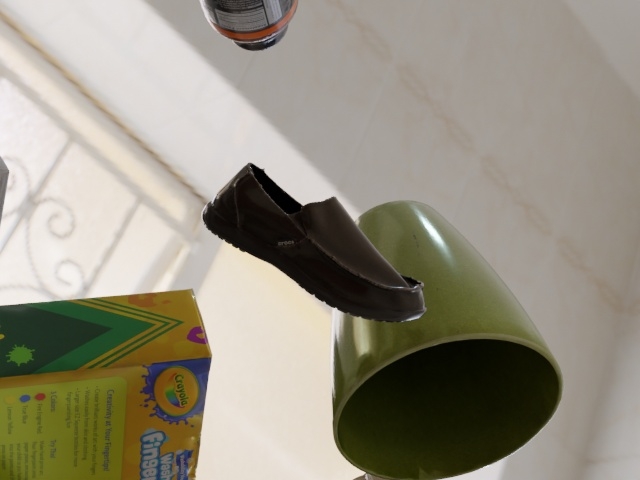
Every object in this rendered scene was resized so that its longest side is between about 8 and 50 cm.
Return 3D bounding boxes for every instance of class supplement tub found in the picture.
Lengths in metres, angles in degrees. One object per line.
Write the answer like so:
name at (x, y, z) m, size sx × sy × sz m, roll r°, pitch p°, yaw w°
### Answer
supplement tub at (-0.079, -0.275, 1.355) m, size 0.106 × 0.106 × 0.198 m, roll 15°, pitch -19°, yaw 11°

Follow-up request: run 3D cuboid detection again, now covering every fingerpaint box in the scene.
fingerpaint box at (-0.378, 0.296, 2.022) m, size 0.371 × 0.163 × 0.444 m, roll -5°, pitch -48°, yaw -17°

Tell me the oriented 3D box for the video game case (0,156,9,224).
video game case at (-0.419, -0.045, 1.563) m, size 0.022 × 0.173 × 0.190 m, roll -3°, pitch -56°, yaw -33°

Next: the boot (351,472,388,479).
boot at (0.048, 0.375, 1.602) m, size 0.236 × 0.269 × 0.089 m, roll -1°, pitch -73°, yaw -6°

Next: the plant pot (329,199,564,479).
plant pot at (0.124, 0.096, 1.617) m, size 0.275 × 0.293 × 0.274 m, roll -7°, pitch -43°, yaw -7°

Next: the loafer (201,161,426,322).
loafer at (0.000, 0.000, 1.149) m, size 0.220 × 0.080 × 0.078 m, roll 28°, pitch -77°, yaw 11°
